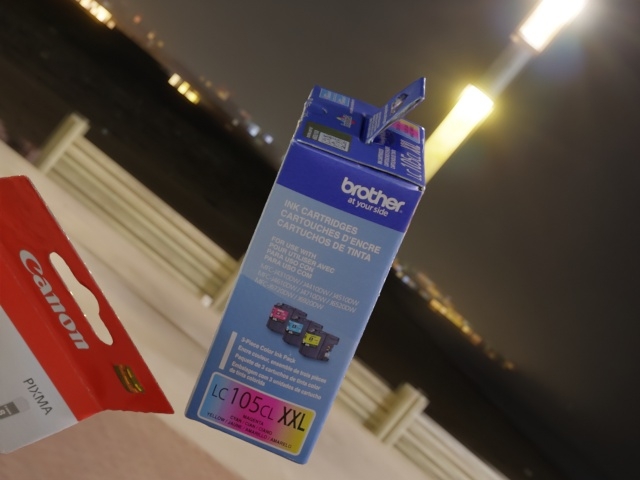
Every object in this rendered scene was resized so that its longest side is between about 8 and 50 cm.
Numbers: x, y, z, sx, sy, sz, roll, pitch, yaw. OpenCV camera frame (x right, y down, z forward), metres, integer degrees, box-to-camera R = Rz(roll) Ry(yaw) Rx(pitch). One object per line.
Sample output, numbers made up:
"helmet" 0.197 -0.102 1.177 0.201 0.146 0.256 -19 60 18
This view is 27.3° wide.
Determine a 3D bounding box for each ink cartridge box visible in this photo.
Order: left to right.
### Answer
"ink cartridge box" -0.372 0.094 1.433 0.385 0.091 0.308 -6 -60 44
"ink cartridge box" 0.000 0.000 1.433 0.151 0.395 0.270 20 19 -2
